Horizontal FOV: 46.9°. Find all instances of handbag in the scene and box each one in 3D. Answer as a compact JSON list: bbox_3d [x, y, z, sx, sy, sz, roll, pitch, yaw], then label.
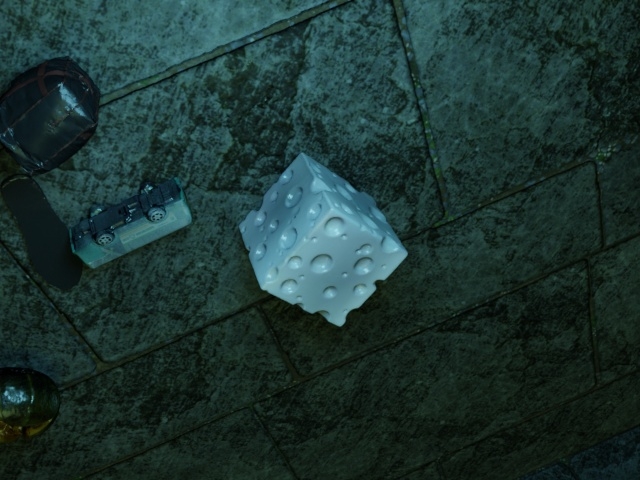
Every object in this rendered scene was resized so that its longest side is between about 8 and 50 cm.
[{"bbox_3d":[-0.479,-0.230,1.312,0.169,0.215,0.155,-34,121,3],"label":"handbag"}]

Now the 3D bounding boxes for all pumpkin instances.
[{"bbox_3d":[-0.733,0.383,1.724,0.238,0.159,0.238,-18,151,-11],"label":"pumpkin"}]

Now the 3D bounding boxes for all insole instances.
[{"bbox_3d":[-0.588,-0.011,1.569,0.110,0.012,0.309,-20,130,-4],"label":"insole"}]

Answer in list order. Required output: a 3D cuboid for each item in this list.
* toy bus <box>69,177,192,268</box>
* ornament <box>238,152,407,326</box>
[{"bbox_3d":[-0.401,-0.038,1.571,0.262,0.091,0.109,-24,141,0],"label":"toy bus"},{"bbox_3d":[0.000,0.000,1.640,0.240,0.239,0.239,29,112,-35],"label":"ornament"}]
